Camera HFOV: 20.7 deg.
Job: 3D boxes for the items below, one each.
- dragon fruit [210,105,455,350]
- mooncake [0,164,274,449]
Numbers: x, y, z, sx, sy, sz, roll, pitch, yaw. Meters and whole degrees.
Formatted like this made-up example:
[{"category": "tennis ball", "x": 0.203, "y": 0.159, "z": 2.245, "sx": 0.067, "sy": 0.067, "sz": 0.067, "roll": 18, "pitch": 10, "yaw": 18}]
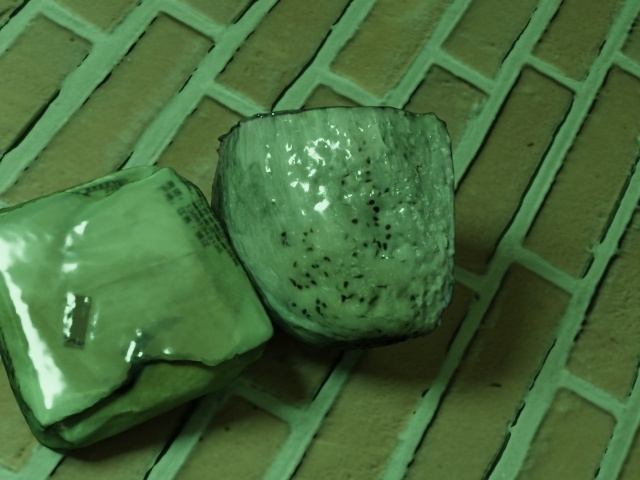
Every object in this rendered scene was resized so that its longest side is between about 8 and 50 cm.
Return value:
[{"category": "dragon fruit", "x": 0.000, "y": 0.000, "z": 1.780, "sx": 0.204, "sy": 0.283, "sz": 0.221, "roll": -1, "pitch": 76, "yaw": -21}, {"category": "mooncake", "x": -0.200, "y": 0.058, "z": 1.720, "sx": 0.250, "sy": 0.136, "sz": 0.254, "roll": -20, "pitch": 75, "yaw": -16}]
